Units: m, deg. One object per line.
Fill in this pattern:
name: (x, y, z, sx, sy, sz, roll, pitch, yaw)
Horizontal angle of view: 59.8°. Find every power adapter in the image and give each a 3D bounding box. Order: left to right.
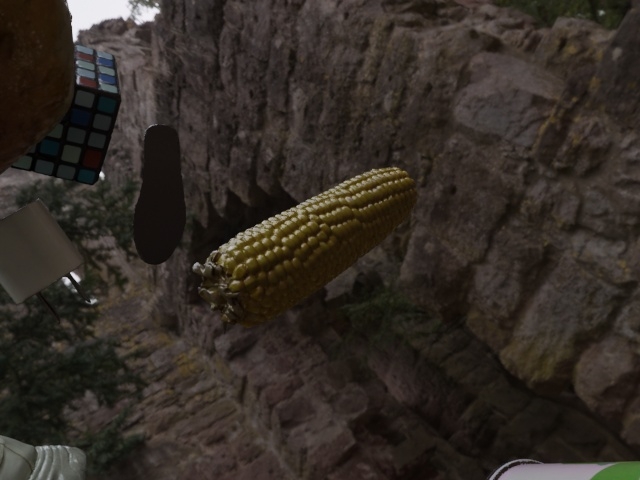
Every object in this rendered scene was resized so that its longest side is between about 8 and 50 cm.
power adapter: (-0.487, 0.046, 0.971, 0.130, 0.125, 0.205, -35, -73, -21)

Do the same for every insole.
insole: (-0.343, -0.102, 1.185, 0.110, 0.309, 0.012, 0, -10, -18)

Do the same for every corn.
corn: (0.000, 0.000, 0.663, 0.305, 0.106, 0.106, -30, -36, -30)

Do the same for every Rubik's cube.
Rubik's cube: (-0.465, -0.235, 0.980, 0.184, 0.182, 0.187, 12, -56, -30)

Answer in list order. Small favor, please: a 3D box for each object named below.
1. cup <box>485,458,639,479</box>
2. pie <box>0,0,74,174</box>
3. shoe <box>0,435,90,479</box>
cup: (0.379, 0.393, 0.704, 0.253, 0.253, 0.274, -21, -13, -38)
pie: (-0.295, -0.091, 0.335, 0.315, 0.092, 0.315, -33, -12, -8)
shoe: (-0.388, 0.340, 0.599, 0.210, 0.342, 0.132, 31, -77, -26)
